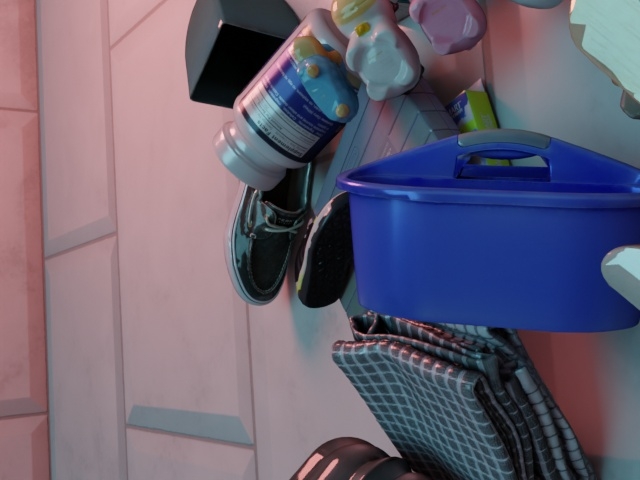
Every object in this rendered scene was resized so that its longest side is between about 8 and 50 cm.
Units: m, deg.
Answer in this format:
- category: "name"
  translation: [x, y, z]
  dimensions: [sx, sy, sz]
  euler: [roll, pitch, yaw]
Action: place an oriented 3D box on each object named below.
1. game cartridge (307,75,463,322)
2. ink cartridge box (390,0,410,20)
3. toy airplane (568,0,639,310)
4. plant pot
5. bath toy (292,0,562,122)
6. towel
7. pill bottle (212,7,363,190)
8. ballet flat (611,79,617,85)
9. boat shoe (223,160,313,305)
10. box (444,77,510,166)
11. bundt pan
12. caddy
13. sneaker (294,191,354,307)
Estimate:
- category: "game cartridge"
  translation: [0.085, -0.063, 1.148]
  dimensions: [0.230, 0.068, 0.355]
  euler: [61, 145, 35]
- category: "ink cartridge box"
  translation: [0.135, -0.405, 1.103]
  dimensions: [0.231, 0.078, 0.134]
  euler: [-20, 74, 53]
- category: "toy airplane"
  translation: [0.390, -0.054, 0.578]
  dimensions: [0.384, 0.272, 0.385]
  euler: [-3, 112, 54]
- category: "plant pot"
  translation: [-0.147, -0.370, 1.444]
  dimensions: [0.165, 0.166, 0.234]
  euler: [-56, 39, 39]
- category: "bath toy"
  translation: [0.136, -0.278, 0.976]
  dimensions: [0.348, 0.129, 0.151]
  euler: [-25, 99, 26]
- category: "towel"
  translation: [0.159, 0.196, 0.919]
  dimensions: [0.235, 0.121, 0.283]
  euler: [14, 141, 57]
- category: "pill bottle"
  translation: [-0.037, -0.206, 1.229]
  dimensions: [0.265, 0.153, 0.153]
  euler: [-44, 53, 25]
- category: "ballet flat"
  translation: [0.362, -0.311, 0.762]
  dimensions: [0.123, 0.123, 0.348]
  euler: [28, 112, 52]
- category: "boat shoe"
  translation: [-0.084, -0.050, 1.377]
  dimensions: [0.119, 0.121, 0.334]
  euler: [11, 97, 59]
- category: "box"
  translation: [0.188, -0.110, 1.055]
  dimensions: [0.109, 0.043, 0.178]
  euler: [-37, 61, 52]
- category: "bundt pan"
  translation: [0.109, 0.350, 0.973]
  dimensions: [0.331, 0.331, 0.124]
  euler: [13, 64, 55]
- category: "caddy"
  translation: [0.185, -0.025, 0.835]
  dimensions: [0.342, 0.241, 0.179]
  euler: [3, 102, 14]
- category: "sneaker"
  translation: [0.000, 0.000, 1.171]
  dimensions: [0.234, 0.084, 0.097]
  euler: [113, 146, -43]
